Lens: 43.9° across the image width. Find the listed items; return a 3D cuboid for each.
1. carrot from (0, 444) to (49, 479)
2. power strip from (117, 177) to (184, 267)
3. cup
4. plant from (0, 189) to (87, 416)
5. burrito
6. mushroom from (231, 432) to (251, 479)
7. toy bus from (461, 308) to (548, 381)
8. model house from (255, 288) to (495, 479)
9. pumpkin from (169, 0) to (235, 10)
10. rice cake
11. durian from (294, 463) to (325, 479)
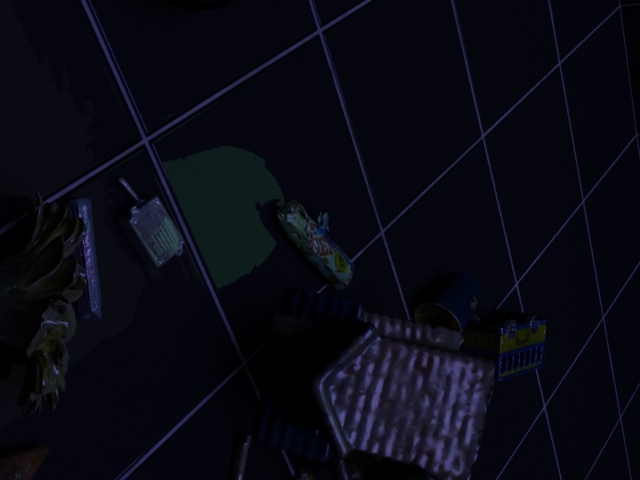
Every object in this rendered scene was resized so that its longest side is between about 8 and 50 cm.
[{"bbox_3d":[-0.511,0.373,1.165,0.263,0.101,0.102,-28,116,-49],"label":"carrot"},{"bbox_3d":[-0.301,-0.034,1.364,0.075,0.042,0.175,-47,126,-34],"label":"power strip"},{"bbox_3d":[0.331,0.181,2.051,0.155,0.131,0.177,-46,156,-38],"label":"cup"},{"bbox_3d":[-0.444,0.109,1.159,0.261,0.296,0.306,70,0,-58],"label":"plant"},{"bbox_3d":[0.000,0.000,1.694,0.288,0.054,0.104,48,61,-40],"label":"burrito"},{"bbox_3d":[-0.165,0.478,1.583,0.061,0.060,0.187,7,85,-41],"label":"mushroom"},{"bbox_3d":[0.525,0.294,2.259,0.287,0.138,0.175,-3,97,-48],"label":"toy bus"},{"bbox_3d":[0.066,0.317,1.576,0.399,0.445,0.395,19,86,-8],"label":"model house"},{"bbox_3d":[-0.215,-0.499,1.289,0.250,0.216,0.250,-4,90,-79],"label":"pumpkin"},{"bbox_3d":[-0.383,0.032,1.290,0.033,0.033,0.208,-21,112,-55],"label":"rice cake"},{"bbox_3d":[-0.057,0.561,1.700,0.215,0.086,0.100,-21,97,-42],"label":"durian"}]
